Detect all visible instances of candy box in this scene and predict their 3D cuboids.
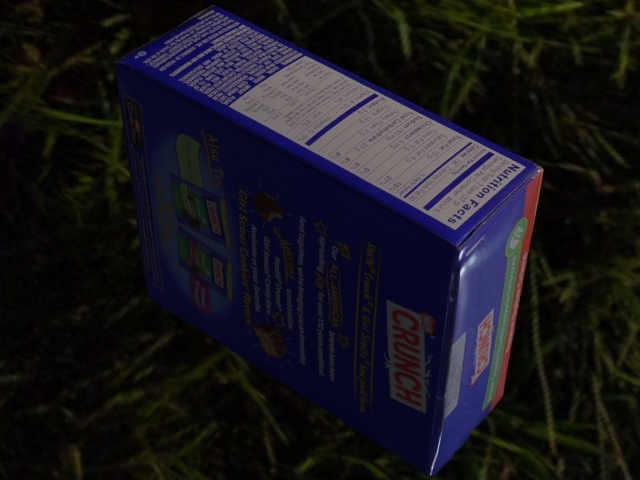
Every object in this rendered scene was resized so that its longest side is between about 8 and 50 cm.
[{"bbox_3d":[0.000,0.000,0.918,0.122,0.317,0.268,-40,148,-33],"label":"candy box"}]
